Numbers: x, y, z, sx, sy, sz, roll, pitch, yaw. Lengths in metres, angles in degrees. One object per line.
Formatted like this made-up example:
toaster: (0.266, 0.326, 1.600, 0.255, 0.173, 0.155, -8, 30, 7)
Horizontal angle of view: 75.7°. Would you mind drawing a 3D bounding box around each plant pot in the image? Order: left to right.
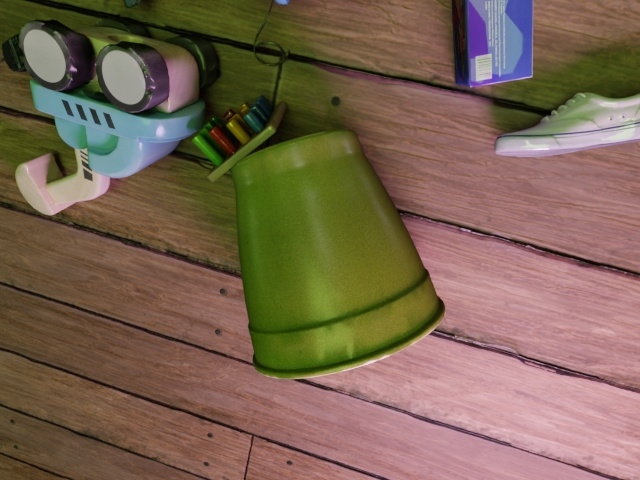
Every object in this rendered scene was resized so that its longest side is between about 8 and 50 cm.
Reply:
plant pot: (0.000, 0.000, 0.759, 0.366, 0.366, 0.353, -16, 94, 18)

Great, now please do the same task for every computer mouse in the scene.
computer mouse: (-0.690, -0.392, 0.910, 0.241, 0.041, 0.071, -9, 100, 23)

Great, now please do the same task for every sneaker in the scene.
sneaker: (0.431, -0.200, 0.706, 0.257, 0.094, 0.091, -6, 91, 11)

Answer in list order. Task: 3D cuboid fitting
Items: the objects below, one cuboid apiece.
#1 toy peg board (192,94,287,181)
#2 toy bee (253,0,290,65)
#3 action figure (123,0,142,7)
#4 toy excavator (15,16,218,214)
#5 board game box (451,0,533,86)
toy peg board: (-0.156, -0.214, 0.776, 0.160, 0.161, 0.079, -32, 116, 22)
toy bee: (-0.096, -0.460, 0.668, 0.195, 0.298, 0.162, 16, 75, -18)
action figure: (-0.408, -0.603, 0.682, 0.329, 0.179, 0.341, 10, 142, 3)
toy excavator: (-0.451, -0.210, 0.844, 0.432, 0.222, 0.446, 17, 122, 7)
board game box: (0.231, -0.407, 0.580, 0.078, 0.233, 0.348, -4, 110, 15)
